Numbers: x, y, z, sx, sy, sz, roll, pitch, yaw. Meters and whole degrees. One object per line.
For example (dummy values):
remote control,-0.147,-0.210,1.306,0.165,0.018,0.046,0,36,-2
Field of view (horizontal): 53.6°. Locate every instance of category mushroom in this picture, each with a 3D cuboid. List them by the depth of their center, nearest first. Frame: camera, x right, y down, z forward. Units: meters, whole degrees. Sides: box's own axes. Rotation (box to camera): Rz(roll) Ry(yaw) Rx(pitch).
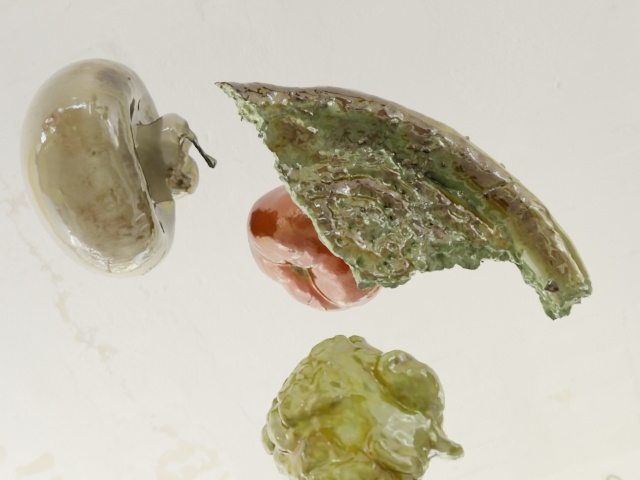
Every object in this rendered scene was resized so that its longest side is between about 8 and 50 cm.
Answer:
mushroom,-0.315,-0.120,1.050,0.295,0.362,0.362,-11,-53,-1

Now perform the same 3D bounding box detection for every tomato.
tomato,0.002,0.003,1.079,0.260,0.180,0.260,26,-32,18

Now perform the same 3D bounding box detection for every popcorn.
popcorn,0.042,0.240,0.813,0.255,0.256,0.195,-13,-57,2

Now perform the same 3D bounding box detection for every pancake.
pancake,0.073,-0.043,0.558,0.377,0.197,0.054,24,-29,-1
